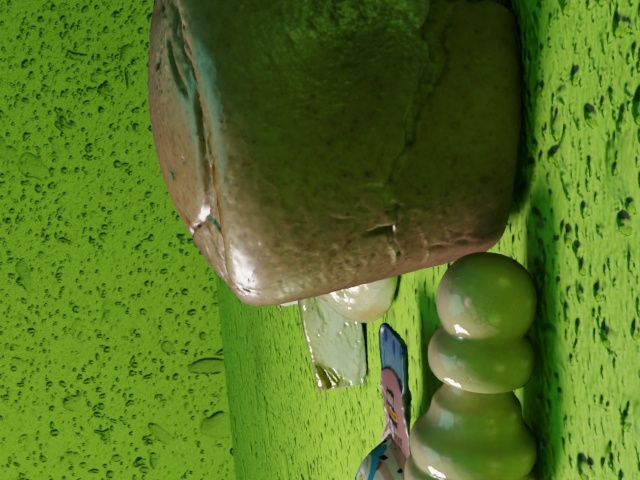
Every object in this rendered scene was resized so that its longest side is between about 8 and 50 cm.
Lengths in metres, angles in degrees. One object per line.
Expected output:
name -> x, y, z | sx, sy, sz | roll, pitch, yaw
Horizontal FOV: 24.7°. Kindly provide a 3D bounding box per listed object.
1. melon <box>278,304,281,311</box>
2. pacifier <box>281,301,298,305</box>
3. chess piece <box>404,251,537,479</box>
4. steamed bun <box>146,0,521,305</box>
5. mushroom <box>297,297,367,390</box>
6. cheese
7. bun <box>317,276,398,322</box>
melon -> -0.069, 0.013, 1.956 | 0.114, 0.114, 0.167 | 137, 122, -79
pacifier -> -0.018, 0.067, 1.787 | 0.081, 0.078, 0.099 | -71, -16, -55
chess piece -> 0.104, 0.091, 0.988 | 0.094, 0.094, 0.170 | -123, 32, -71
steamed bun -> 0.015, -0.122, 1.001 | 0.199, 0.252, 0.301 | 132, 129, -64
mushroom -> 0.000, -0.001, 1.613 | 0.107, 0.087, 0.333 | 143, 118, -84
cheese -> 0.070, 0.219, 1.318 | 0.189, 0.074, 0.285 | -137, 44, -75
bun -> 0.014, 0.000, 1.457 | 0.183, 0.102, 0.183 | 172, 90, -82
